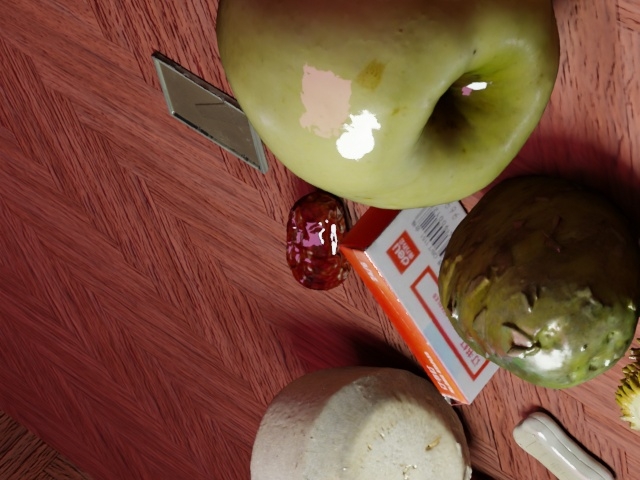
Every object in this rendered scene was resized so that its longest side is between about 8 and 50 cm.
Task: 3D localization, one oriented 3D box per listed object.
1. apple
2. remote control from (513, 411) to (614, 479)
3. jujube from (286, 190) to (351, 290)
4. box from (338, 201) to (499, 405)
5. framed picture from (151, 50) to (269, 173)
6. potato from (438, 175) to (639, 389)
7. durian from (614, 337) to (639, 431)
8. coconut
[{"bbox_3d":[0.050,-0.155,1.443,0.262,0.262,0.262,37,159,17],"label":"apple"},{"bbox_3d":[0.268,0.238,2.101,0.122,0.032,0.074,42,159,2],"label":"remote control"},{"bbox_3d":[0.000,0.000,2.078,0.077,0.077,0.129,34,146,24],"label":"jujube"},{"bbox_3d":[0.119,0.047,1.876,0.050,0.123,0.229,10,143,51],"label":"box"},{"bbox_3d":[-0.122,-0.141,2.110,0.149,0.011,0.109,32,157,26],"label":"framed picture"},{"bbox_3d":[0.188,0.026,1.668,0.141,0.176,0.298,63,178,-24],"label":"potato"},{"bbox_3d":[0.342,0.101,1.573,0.249,0.183,0.138,108,148,-69],"label":"durian"},{"bbox_3d":[0.042,0.268,2.291,0.237,0.237,0.266,51,154,-19],"label":"coconut"}]
